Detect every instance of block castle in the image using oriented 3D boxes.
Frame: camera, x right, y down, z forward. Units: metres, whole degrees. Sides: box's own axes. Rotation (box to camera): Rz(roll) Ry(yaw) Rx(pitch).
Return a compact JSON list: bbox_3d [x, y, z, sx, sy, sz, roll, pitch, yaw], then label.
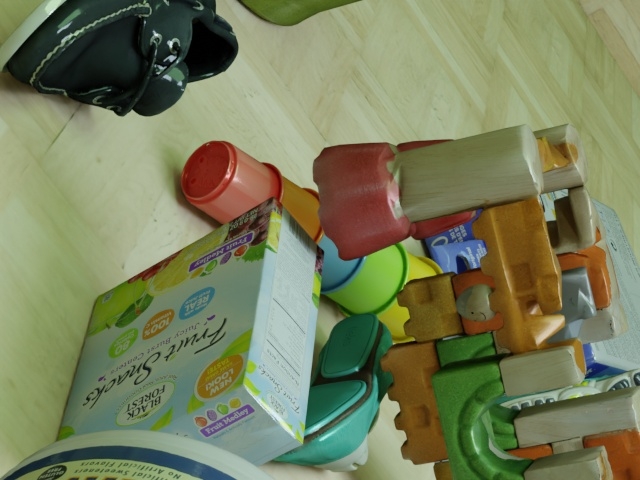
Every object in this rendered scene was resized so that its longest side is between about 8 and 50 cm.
[{"bbox_3d":[0.128,0.134,1.245,0.303,0.213,0.453,-17,94,-71],"label":"block castle"}]

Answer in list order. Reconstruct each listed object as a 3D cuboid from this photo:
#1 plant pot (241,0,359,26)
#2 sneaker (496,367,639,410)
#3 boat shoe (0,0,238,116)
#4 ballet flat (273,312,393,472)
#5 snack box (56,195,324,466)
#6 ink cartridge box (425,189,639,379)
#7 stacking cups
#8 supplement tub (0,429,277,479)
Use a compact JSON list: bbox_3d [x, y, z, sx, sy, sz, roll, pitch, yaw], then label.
[{"bbox_3d":[0.045,-0.414,1.696,0.366,0.353,0.366,44,29,-33],"label":"plant pot"},{"bbox_3d":[0.293,0.180,1.690,0.110,0.275,0.107,-135,-138,-76],"label":"sneaker"},{"bbox_3d":[-0.152,-0.157,1.302,0.113,0.127,0.340,49,14,0],"label":"boat shoe"},{"bbox_3d":[0.022,0.151,1.379,0.247,0.083,0.087,-55,128,-62],"label":"ballet flat"},{"bbox_3d":[-0.090,0.086,1.099,0.070,0.174,0.207,47,27,-28],"label":"snack box"},{"bbox_3d":[0.268,0.065,1.875,0.395,0.151,0.270,21,45,-58],"label":"ink cartridge box"},{"bbox_3d":[0.000,0.000,1.472,0.316,0.096,0.096,34,35,-47],"label":"stacking cups"},{"bbox_3d":[-0.122,0.264,0.761,0.235,0.235,0.325,56,24,-13],"label":"supplement tub"}]
